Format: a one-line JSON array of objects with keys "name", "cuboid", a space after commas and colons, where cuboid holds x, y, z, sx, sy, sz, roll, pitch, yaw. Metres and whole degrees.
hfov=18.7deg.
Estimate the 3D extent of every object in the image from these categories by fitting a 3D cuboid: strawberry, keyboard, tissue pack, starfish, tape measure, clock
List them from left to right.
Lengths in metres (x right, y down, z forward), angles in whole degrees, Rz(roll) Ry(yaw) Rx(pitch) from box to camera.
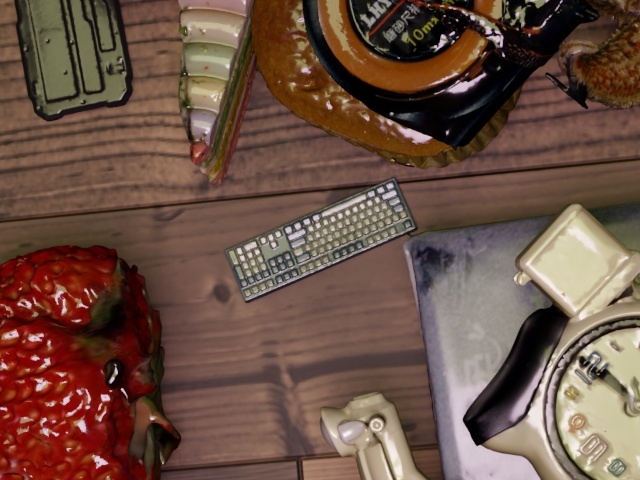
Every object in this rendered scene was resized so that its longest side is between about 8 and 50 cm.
[{"name": "strawberry", "cuboid": [-0.249, 0.138, 1.720, 0.257, 0.261, 0.261, -3, 84, 1]}, {"name": "keyboard", "cuboid": [-0.249, -0.249, 1.873, 0.106, 0.016, 0.262, -12, 83, 5]}, {"name": "keyboard", "cuboid": [0.000, 0.000, 1.822, 0.176, 0.014, 0.055, -23, 79, 3]}, {"name": "tape measure", "cuboid": [0.094, -0.198, 1.635, 0.223, 0.135, 0.202, 45, 105, 10]}, {"name": "clock", "cuboid": [0.162, 0.176, 1.619, 0.379, 0.120, 0.276, -44, 88, -1]}, {"name": "tissue pack", "cuboid": [0.289, 0.107, 1.725, 0.394, 0.124, 0.288, -9, 81, 6]}, {"name": "starfish", "cuboid": [0.309, -0.195, 1.735, 0.303, 0.113, 0.312, -33, 73, -28]}]

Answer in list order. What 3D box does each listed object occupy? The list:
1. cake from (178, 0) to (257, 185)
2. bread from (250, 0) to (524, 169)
[{"name": "cake", "cuboid": [-0.084, -0.170, 1.800, 0.090, 0.109, 0.225, -4, 83, 6]}, {"name": "bread", "cuboid": [0.070, -0.192, 1.772, 0.253, 0.142, 0.227, 31, 95, 6]}]
